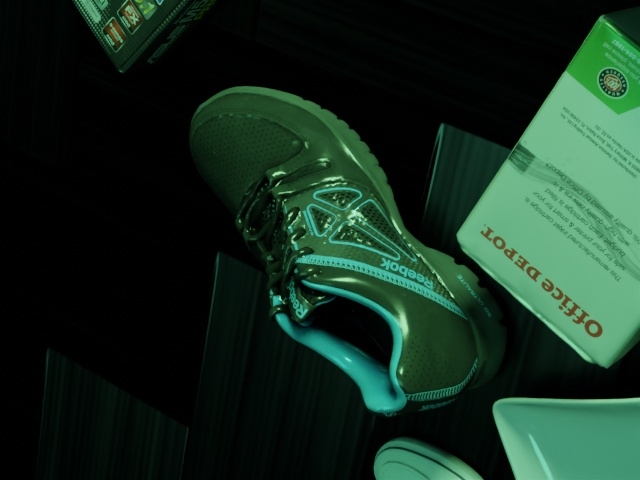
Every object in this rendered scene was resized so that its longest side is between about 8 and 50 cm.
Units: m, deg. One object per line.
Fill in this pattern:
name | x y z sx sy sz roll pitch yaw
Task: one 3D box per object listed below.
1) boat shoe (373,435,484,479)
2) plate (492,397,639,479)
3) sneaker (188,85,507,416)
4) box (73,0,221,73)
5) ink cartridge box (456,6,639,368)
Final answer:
boat shoe | 0.121 0.258 1.166 0.226 0.075 0.083 42 125 19
plate | 0.270 0.234 1.024 0.278 0.045 0.277 -12 101 55
sneaker | 0.000 0.000 1.133 0.341 0.139 0.125 43 127 19
box | -0.169 -0.316 1.207 0.216 0.060 0.270 -39 80 39
ink cartridge box | 0.216 -0.037 0.992 0.153 0.087 0.208 44 125 17
